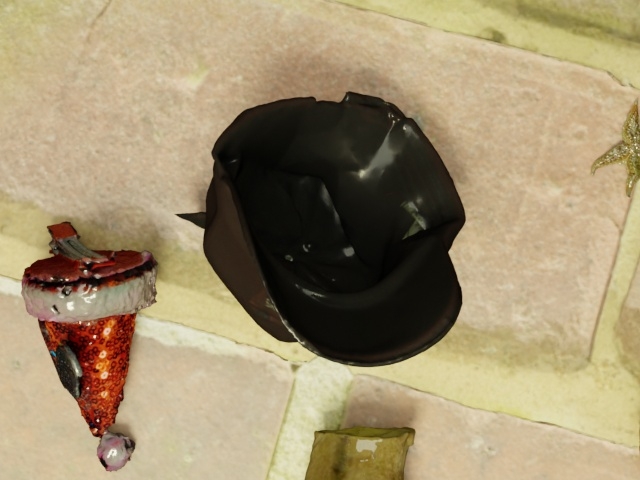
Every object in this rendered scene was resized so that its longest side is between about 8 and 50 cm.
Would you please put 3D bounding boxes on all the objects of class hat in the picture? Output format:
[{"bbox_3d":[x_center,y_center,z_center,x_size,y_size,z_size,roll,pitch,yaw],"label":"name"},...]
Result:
[{"bbox_3d":[-0.010,0.031,1.009,0.238,0.336,0.209,21,125,-13],"label":"hat"},{"bbox_3d":[-0.213,0.105,1.087,0.140,0.129,0.227,7,106,42],"label":"hat"}]

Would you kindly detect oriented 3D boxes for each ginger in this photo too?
[{"bbox_3d":[0.025,0.292,1.051,0.109,0.116,0.262,14,81,-19],"label":"ginger"}]

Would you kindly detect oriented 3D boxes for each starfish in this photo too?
[{"bbox_3d":[0.299,-0.087,1.119,0.092,0.016,0.086,-20,83,3],"label":"starfish"}]
